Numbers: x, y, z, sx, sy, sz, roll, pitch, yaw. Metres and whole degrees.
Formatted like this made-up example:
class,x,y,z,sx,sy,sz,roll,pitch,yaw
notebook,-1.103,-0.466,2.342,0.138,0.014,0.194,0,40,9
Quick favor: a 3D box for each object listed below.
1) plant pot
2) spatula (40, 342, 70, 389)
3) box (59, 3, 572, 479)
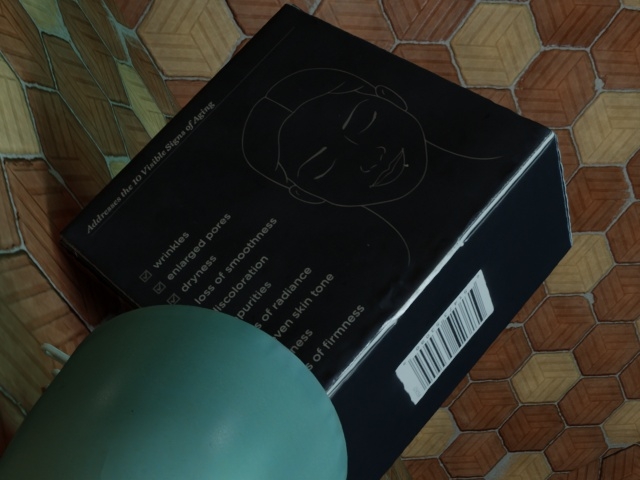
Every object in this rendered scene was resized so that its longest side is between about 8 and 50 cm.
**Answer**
class,x,y,z,sx,sy,sz,roll,pitch,yaw
plant pot,-0.143,0.236,0.736,0.293,0.293,0.235,62,22,-14
spatula,-0.186,0.197,0.908,0.242,0.019,0.168,30,-31,1
box,0.000,0.000,1.200,0.472,0.480,0.297,35,-13,33
